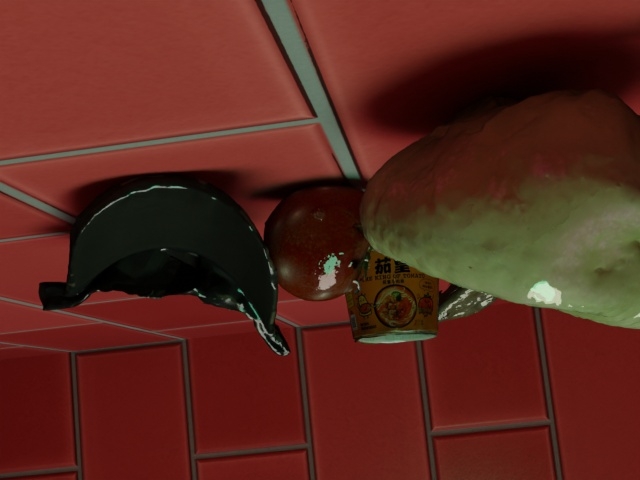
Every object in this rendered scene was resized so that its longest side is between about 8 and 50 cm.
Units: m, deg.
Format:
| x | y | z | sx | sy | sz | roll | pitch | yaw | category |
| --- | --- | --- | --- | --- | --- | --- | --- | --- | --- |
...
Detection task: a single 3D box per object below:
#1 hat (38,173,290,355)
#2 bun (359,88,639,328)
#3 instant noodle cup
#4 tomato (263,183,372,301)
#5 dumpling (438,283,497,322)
| x | y | z | sx | sy | sz | roll | pitch | yaw | category |
| --- | --- | --- | --- | --- | --- | --- | --- | --- | --- |
| -0.191 | 0.007 | 1.386 | 0.366 | 0.257 | 0.382 | 12 | 131 | -8 | hat |
| 0.220 | -0.044 | 0.992 | 0.361 | 0.213 | 0.361 | 15 | -176 | -1 | bun |
| 0.140 | 0.108 | 1.972 | 0.215 | 0.172 | 0.216 | -4 | 169 | -1 | instant noodle cup |
| 0.000 | 0.000 | 1.360 | 0.167 | 0.167 | 0.167 | -6 | 170 | -1 | tomato |
| 0.323 | 0.090 | 2.030 | 0.332 | 0.086 | 0.166 | -37 | -179 | 34 | dumpling |
